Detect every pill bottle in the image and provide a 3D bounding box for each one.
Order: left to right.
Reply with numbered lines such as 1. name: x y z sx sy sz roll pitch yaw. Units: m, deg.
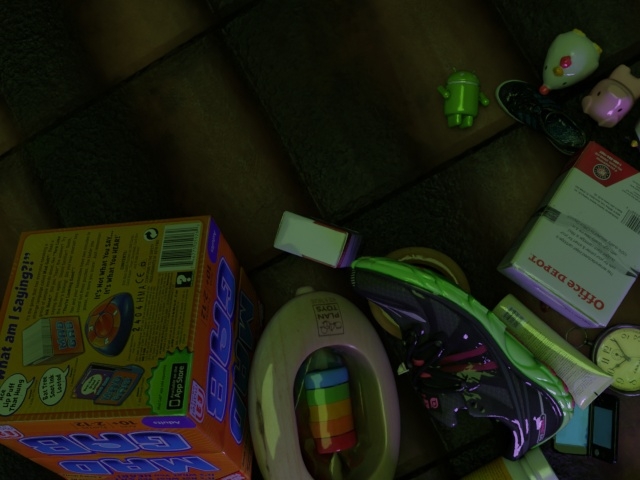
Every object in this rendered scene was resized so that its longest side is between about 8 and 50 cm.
1. pill bottle: 0.330 0.463 1.461 0.208 0.117 0.117 -31 81 7

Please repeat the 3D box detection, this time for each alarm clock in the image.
1. alarm clock: 0.542 0.208 1.465 0.192 0.064 0.129 24 91 9

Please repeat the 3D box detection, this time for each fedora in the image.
1. fedora: 0.189 0.103 1.533 0.194 0.079 0.194 -1 87 10

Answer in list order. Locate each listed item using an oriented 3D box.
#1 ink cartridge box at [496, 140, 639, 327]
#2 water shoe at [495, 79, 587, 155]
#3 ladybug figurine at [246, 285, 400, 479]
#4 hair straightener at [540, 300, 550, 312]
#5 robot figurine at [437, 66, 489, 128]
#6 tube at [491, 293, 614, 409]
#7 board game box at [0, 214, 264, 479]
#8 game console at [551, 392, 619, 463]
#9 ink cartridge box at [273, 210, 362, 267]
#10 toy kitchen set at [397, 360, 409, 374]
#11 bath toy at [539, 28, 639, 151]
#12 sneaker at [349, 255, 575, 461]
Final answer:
1. ink cartridge box: 0.477 -0.005 1.433 0.197 0.114 0.273 35 81 4
2. water shoe: 0.422 -0.243 1.511 0.203 0.080 0.073 39 93 11
3. ladybug figurine: -0.007 0.309 1.484 0.305 0.162 0.449 -1 83 -32
4. hair straightener: 0.462 0.022 1.512 0.089 0.047 0.230 2 81 -2
5. robot figurine: 0.274 -0.276 1.549 0.101 0.067 0.115 6 87 -16
6. tube: 0.419 0.200 1.477 0.062 0.070 0.240 -42 70 -12
7. board game box: -0.326 0.209 1.426 0.356 0.356 0.356 -4 58 11
8. game console: 0.485 0.339 1.466 0.071 0.107 0.122 4 87 -17
9. ink cartridge box: 0.000 0.000 1.530 0.127 0.175 0.072 19 92 12
10. toy kitchen set: 0.167 0.208 1.528 0.068 0.083 0.075 -26 82 8
11. bath toy: 0.543 -0.242 1.455 0.348 0.151 0.129 42 96 14
12. sneaker: 0.229 0.206 1.392 0.483 0.185 0.202 41 85 -5
